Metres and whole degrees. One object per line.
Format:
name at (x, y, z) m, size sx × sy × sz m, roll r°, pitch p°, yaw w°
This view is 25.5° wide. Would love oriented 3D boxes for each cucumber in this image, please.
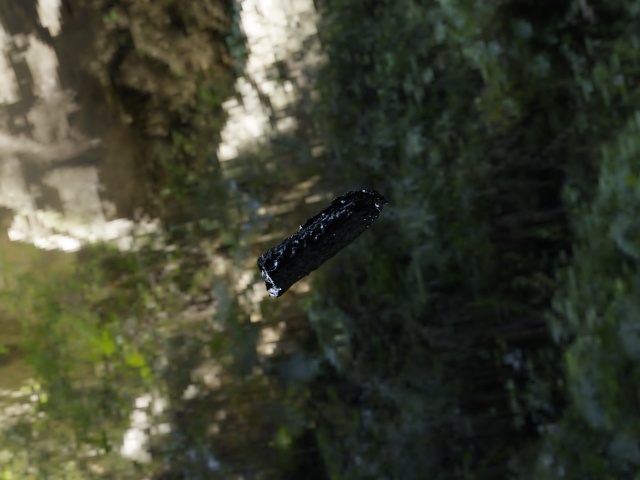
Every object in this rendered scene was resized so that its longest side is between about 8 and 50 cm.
cucumber at (0.000, 0.000, 1.547) m, size 0.053 × 0.181 × 0.053 m, roll 45°, pitch -158°, yaw -24°
